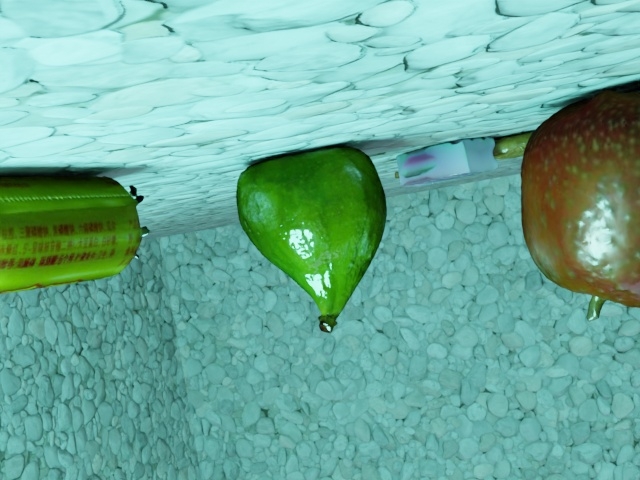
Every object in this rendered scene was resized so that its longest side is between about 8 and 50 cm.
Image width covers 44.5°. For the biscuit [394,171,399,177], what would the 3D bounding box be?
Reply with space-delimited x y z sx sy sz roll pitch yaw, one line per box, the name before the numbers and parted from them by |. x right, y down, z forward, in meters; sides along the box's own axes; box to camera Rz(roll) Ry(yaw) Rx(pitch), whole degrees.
biscuit | 0.219 -0.148 1.689 0.102 0.019 0.130 -8 -179 -32

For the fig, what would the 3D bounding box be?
fig | 0.000 0.000 1.021 0.203 0.235 0.203 -12 176 -1

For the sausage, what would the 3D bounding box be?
sausage | -0.304 -0.004 0.751 0.125 0.117 0.317 -14 179 24

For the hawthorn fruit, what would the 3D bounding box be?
hawthorn fruit | 0.362 -0.044 0.912 0.275 0.300 0.275 11 -168 -3

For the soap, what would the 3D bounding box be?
soap | 0.195 -0.123 1.251 0.100 0.056 0.149 -7 178 -35

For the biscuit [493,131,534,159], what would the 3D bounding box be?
biscuit | 0.349 -0.160 1.293 0.224 0.033 0.144 -10 178 -15
